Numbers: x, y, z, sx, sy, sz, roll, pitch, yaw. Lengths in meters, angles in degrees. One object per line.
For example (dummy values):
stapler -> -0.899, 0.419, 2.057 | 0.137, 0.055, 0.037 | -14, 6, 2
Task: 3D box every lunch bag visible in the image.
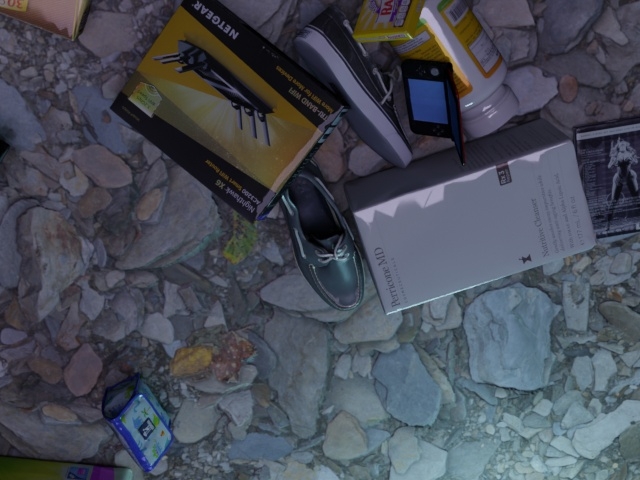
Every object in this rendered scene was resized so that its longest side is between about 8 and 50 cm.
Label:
lunch bag -> -0.340, 0.339, 1.586 | 0.096, 0.151, 0.128 | -28, 110, 5

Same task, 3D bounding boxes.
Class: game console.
game console -> 0.179, -0.202, 1.356 | 0.124, 0.085, 0.144 | 11, 137, 26

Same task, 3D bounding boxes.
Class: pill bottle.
pill bottle -> 0.220, -0.294, 1.411 | 0.136, 0.136, 0.245 | -37, 109, 8

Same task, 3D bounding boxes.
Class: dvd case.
dvd case -> 0.550, -0.114, 1.572 | 0.165, 0.018, 0.221 | -10, 112, 0

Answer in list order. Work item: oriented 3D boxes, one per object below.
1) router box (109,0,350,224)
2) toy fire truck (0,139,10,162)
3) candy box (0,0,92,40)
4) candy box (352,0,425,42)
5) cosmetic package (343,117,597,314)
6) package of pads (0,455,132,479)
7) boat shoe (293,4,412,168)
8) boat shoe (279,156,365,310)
router box -> -0.146, -0.215, 1.387 | 0.309, 0.081, 0.243 | 38, 103, 3
toy fire truck -> -0.617, -0.064, 1.416 | 0.158, 0.217, 0.246 | 33, 146, -16
candy box -> -0.411, -0.489, 1.306 | 0.183, 0.087, 0.316 | 20, 107, -12
candy box -> 0.124, -0.404, 1.336 | 0.027, 0.105, 0.205 | 32, 70, -45
cosmetic package -> 0.253, -0.044, 1.497 | 0.385, 0.156, 0.217 | -21, 113, 2
package of pads -> -0.513, 0.511, 1.593 | 0.297, 0.229, 0.101 | 7, 109, -7
boat shoe -> 0.079, -0.253, 1.430 | 0.105, 0.113, 0.306 | -46, 116, -10
boat shoe -> 0.000, 0.000, 1.520 | 0.116, 0.099, 0.319 | -20, 111, 3
